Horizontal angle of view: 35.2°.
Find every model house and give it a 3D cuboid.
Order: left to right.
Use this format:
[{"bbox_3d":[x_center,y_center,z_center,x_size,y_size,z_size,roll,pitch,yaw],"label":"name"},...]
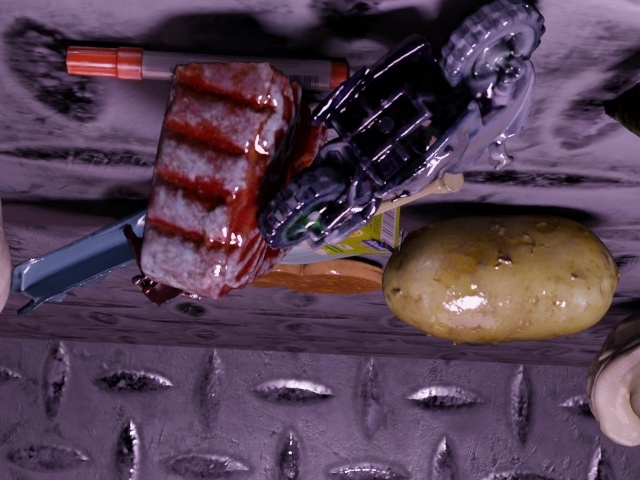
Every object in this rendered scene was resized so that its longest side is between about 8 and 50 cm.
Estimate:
[{"bbox_3d":[-0.158,0.008,1.269,0.141,0.164,0.203,6,170,11],"label":"model house"}]

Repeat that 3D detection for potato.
[{"bbox_3d":[0.232,0.050,1.327,0.307,0.173,0.210,1,-177,-13],"label":"potato"}]

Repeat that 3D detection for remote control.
[{"bbox_3d":[0.000,0.000,1.448,0.104,0.052,0.247,12,164,-43],"label":"remote control"}]

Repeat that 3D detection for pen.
[{"bbox_3d":[-0.094,-0.145,0.853,0.239,0.028,0.028,3,168,-3],"label":"pen"}]

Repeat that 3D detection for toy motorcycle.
[{"bbox_3d":[0.072,-0.083,0.798,0.270,0.106,0.159,-41,162,18],"label":"toy motorcycle"}]

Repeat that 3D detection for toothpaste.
[{"bbox_3d":[-0.008,-0.049,1.166,0.110,0.077,0.327,-1,167,24],"label":"toothpaste"}]

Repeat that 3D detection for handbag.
[{"bbox_3d":[-0.315,0.028,1.400,0.229,0.062,0.179,-26,-179,-24],"label":"handbag"}]

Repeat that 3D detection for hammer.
[{"bbox_3d":[0.072,-0.041,1.127,0.195,0.028,0.060,-21,-176,-32],"label":"hammer"}]

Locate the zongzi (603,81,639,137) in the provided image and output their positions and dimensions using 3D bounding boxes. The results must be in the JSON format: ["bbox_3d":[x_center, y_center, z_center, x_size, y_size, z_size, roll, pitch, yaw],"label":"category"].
[{"bbox_3d":[0.386,-0.075,0.701,0.383,0.319,0.362,24,172,-14],"label":"zongzi"}]

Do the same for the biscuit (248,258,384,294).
[{"bbox_3d":[-0.029,0.056,1.734,0.289,0.044,0.202,6,167,-10],"label":"biscuit"}]

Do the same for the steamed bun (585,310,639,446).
[{"bbox_3d":[0.667,0.231,1.924,0.339,0.247,0.352,-20,-167,35],"label":"steamed bun"}]

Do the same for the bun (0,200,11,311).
[{"bbox_3d":[-0.495,-0.004,1.319,0.263,0.175,0.263,23,142,19],"label":"bun"}]

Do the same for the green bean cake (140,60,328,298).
[{"bbox_3d":[-0.065,-0.060,0.881,0.097,0.198,0.233,17,-169,11],"label":"green bean cake"}]
